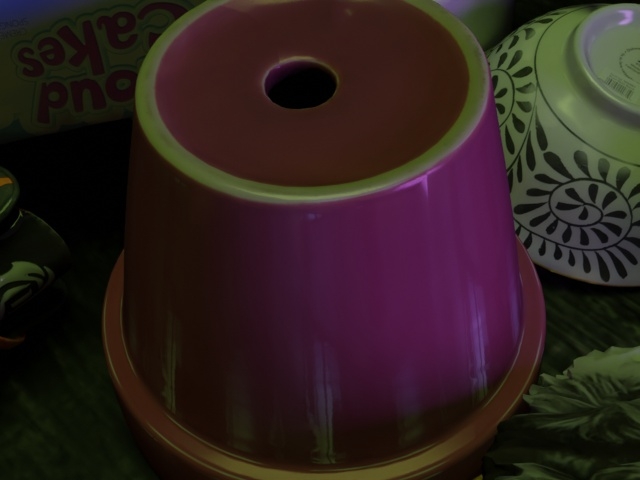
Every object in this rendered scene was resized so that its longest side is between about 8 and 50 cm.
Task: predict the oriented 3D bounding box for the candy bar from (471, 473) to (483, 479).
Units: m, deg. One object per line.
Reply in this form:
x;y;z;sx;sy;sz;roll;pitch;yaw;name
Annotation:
0.032;0.146;0.387;0.018;0.040;0.161;26;55;24;candy bar

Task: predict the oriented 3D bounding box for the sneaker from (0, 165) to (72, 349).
-0.174;0.059;0.419;0.180;0.124;0.321;-29;53;-20;sneaker

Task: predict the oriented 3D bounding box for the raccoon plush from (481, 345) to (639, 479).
0.122;0.238;0.260;0.216;0.299;0.446;3;14;25;raccoon plush

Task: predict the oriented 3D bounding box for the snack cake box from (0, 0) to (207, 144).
-0.165;-0.127;0.483;0.265;0.089;0.152;-13;49;-4;snack cake box

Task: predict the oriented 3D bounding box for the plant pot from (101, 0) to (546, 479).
0.000;0.000;0.427;0.201;0.180;0.201;-1;49;1;plant pot

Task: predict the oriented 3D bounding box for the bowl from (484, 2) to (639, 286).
0.153;-0.069;0.523;0.170;0.080;0.170;4;57;-7;bowl

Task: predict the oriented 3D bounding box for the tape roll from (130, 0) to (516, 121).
-0.017;-0.179;0.641;0.286;0.100;0.286;-2;48;2;tape roll
